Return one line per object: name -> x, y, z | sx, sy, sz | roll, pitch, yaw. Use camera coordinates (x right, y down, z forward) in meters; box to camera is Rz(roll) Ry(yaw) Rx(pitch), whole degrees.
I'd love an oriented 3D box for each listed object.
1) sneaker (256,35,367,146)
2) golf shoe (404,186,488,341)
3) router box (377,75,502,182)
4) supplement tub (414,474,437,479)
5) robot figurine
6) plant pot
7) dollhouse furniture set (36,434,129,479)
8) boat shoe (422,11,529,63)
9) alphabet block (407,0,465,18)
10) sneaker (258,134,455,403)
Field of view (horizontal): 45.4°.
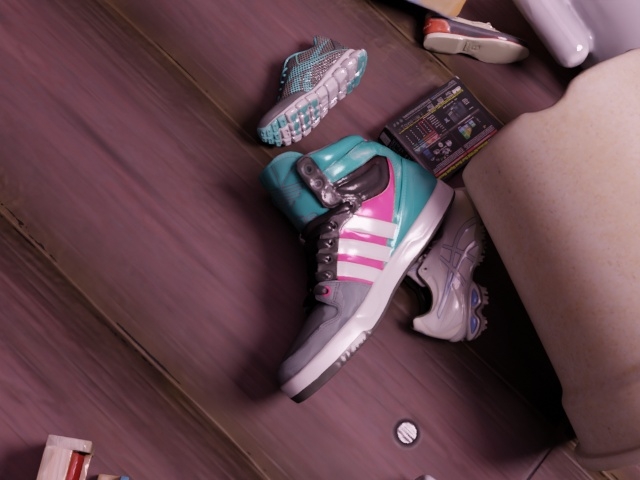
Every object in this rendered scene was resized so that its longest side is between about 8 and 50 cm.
sneaker -> -0.023, -0.173, 0.872 | 0.076, 0.065, 0.166 | 36, 63, 19
golf shoe -> 0.133, 0.021, 0.832 | 0.086, 0.069, 0.176 | 4, 69, -5
router box -> 0.142, -0.122, 0.896 | 0.122, 0.038, 0.092 | -36, 82, -21
supplement tub -> 0.127, 0.282, 0.735 | 0.107, 0.071, 0.071 | 32, 67, -1
robot figurine -> 0.376, -0.314, 0.929 | 0.300, 0.200, 0.353 | -24, 79, -18
plant pot -> 0.311, -0.001, 0.738 | 0.334, 0.334, 0.305 | -26, 77, -20
dollhouse furniture set -> -0.184, 0.265, 0.635 | 0.129, 0.129, 0.183 | 12, 69, -9
boat shoe -> 0.194, -0.253, 0.950 | 0.137, 0.049, 0.043 | 8, 68, -6
alphabet block -> 0.125, -0.418, 0.889 | 0.193, 0.197, 0.192 | 20, 55, -7
sneaker -> 0.000, 0.000, 0.771 | 0.178, 0.124, 0.295 | 38, 59, -4
